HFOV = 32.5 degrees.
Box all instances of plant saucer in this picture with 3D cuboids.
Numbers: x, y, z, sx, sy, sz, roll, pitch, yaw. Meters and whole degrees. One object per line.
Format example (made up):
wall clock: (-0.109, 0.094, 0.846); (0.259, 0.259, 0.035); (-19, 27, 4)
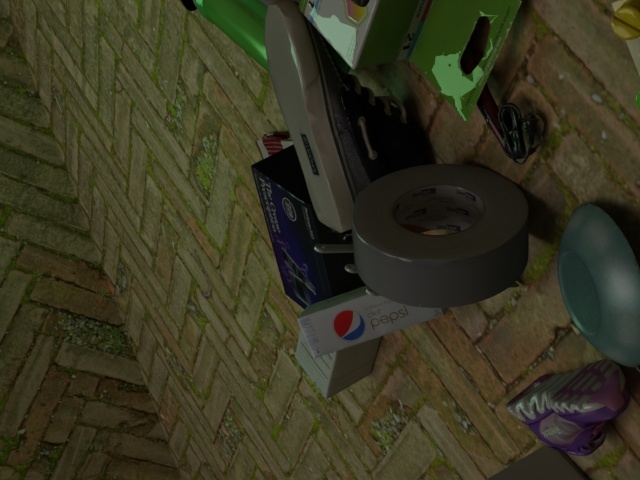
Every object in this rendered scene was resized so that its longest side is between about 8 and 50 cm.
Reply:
plant saucer: (0.311, 0.056, 1.252); (0.195, 0.037, 0.195); (165, 90, -79)

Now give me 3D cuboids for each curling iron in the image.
curling iron: (0.188, -0.213, 1.317); (0.068, 0.035, 0.274); (-44, 67, 43)

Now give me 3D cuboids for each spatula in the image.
spatula: (0.127, 0.033, 1.447); (0.168, 0.242, 0.019); (41, 123, 47)

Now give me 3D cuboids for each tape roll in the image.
tape roll: (0.148, -0.011, 1.363); (0.219, 0.219, 0.072); (38, 143, 46)

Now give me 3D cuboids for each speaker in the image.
speaker: (-0.078, -0.329, 1.633); (0.296, 0.131, 0.131); (45, 150, 37)

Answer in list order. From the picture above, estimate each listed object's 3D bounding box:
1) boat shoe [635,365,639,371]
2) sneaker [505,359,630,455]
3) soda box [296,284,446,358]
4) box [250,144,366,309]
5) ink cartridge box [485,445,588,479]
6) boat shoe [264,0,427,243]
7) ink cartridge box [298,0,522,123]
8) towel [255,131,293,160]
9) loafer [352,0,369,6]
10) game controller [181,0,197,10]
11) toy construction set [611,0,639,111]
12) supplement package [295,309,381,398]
boat shoe: (0.364, 0.105, 1.257); (0.046, 0.038, 0.125); (38, 145, 47)
sneaker: (0.331, 0.222, 1.391); (0.104, 0.095, 0.236); (56, 161, 2)
soda box: (0.079, 0.104, 1.637); (0.074, 0.216, 0.069); (-46, -65, -71)
box: (0.000, 0.000, 1.747); (0.184, 0.103, 0.261); (32, 144, 48)
ink cartridge box: (0.286, 0.407, 1.576); (0.093, 0.154, 0.212); (49, 153, 33)
boat shoe: (0.041, -0.179, 1.497); (0.127, 0.158, 0.340); (32, 141, 61)
ink cartridge box: (0.098, -0.280, 1.295); (0.255, 0.097, 0.188); (54, 142, 30)
towel: (0.007, -0.066, 1.836); (0.329, 0.037, 0.237); (15, 129, 62)
loafer: (0.005, -0.331, 1.271); (0.170, 0.062, 0.061); (48, 144, 36)
game controller: (-0.267, -0.552, 1.877); (0.166, 0.067, 0.319); (-8, 105, 65)
toy construction set: (0.361, -0.064, 0.954); (0.215, 0.151, 0.327); (14, 138, 30)
supplement package: (0.032, 0.179, 1.938); (0.105, 0.105, 0.179); (52, 153, 26)
